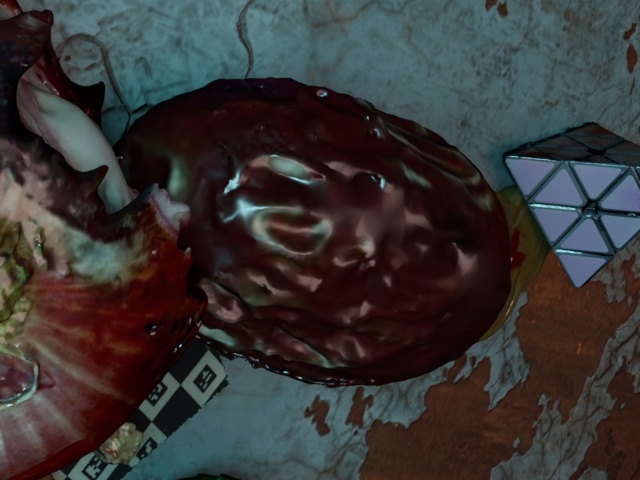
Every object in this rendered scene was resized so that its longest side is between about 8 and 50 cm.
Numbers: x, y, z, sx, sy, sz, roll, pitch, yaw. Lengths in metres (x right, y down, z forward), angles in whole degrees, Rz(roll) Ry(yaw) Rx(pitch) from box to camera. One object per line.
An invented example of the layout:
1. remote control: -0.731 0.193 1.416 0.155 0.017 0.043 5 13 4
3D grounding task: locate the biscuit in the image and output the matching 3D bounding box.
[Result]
1. biscuit: 0.163 0.032 1.409 0.319 0.047 0.183 -5 107 -45

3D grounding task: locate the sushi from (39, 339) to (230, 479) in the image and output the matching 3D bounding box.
1. sushi: -0.186 0.147 1.073 0.279 0.043 0.192 -40 132 -29

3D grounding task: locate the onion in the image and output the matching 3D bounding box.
1. onion: -0.237 0.004 0.754 0.341 0.341 0.341 -22 122 -41

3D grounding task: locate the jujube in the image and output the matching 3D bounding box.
1. jujube: 0.000 0.000 1.058 0.376 0.258 0.258 11 98 -48

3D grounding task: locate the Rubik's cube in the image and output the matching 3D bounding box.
1. Rubik's cube: 0.283 -0.029 1.452 0.190 0.211 0.178 0 108 -17

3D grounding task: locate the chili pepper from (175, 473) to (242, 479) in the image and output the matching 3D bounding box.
1. chili pepper: -0.066 0.343 1.132 0.233 0.256 0.249 20 90 -45
